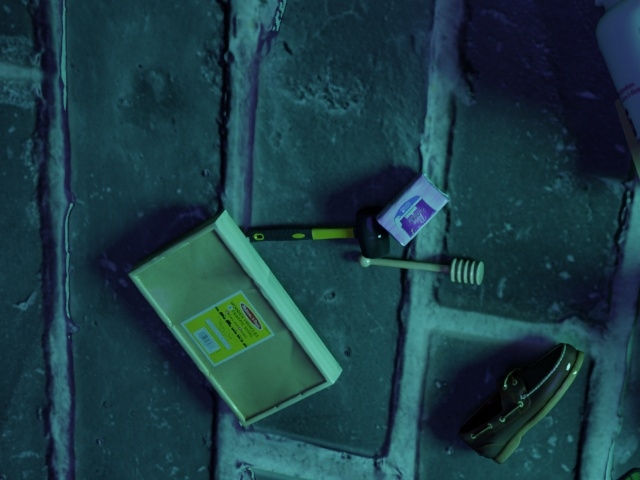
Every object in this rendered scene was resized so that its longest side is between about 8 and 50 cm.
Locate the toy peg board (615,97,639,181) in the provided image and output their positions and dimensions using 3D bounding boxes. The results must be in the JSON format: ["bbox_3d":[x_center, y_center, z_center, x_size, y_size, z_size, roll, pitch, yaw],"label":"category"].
[{"bbox_3d":[0.441,-0.112,1.858,0.161,0.079,0.161,-17,93,24],"label":"toy peg board"}]

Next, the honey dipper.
[{"bbox_3d":[0.123,0.031,2.047,0.160,0.030,0.030,8,117,17],"label":"honey dipper"}]

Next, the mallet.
[{"bbox_3d":[0.000,0.000,2.068,0.189,0.039,0.062,-9,109,26],"label":"mallet"}]

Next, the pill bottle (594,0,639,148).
[{"bbox_3d":[0.389,-0.189,1.734,0.160,0.160,0.283,-23,83,26],"label":"pill bottle"}]

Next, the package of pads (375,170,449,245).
[{"bbox_3d":[0.112,-0.039,1.997,0.050,0.032,0.083,43,96,-9],"label":"package of pads"}]

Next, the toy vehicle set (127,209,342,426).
[{"bbox_3d":[-0.113,0.107,2.145,0.166,0.035,0.267,-28,105,32],"label":"toy vehicle set"}]

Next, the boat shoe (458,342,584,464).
[{"bbox_3d":[0.250,0.200,2.063,0.073,0.073,0.207,34,120,-3],"label":"boat shoe"}]

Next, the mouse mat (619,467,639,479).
[{"bbox_3d":[0.407,0.395,2.149,0.152,0.007,0.190,41,121,-5],"label":"mouse mat"}]
